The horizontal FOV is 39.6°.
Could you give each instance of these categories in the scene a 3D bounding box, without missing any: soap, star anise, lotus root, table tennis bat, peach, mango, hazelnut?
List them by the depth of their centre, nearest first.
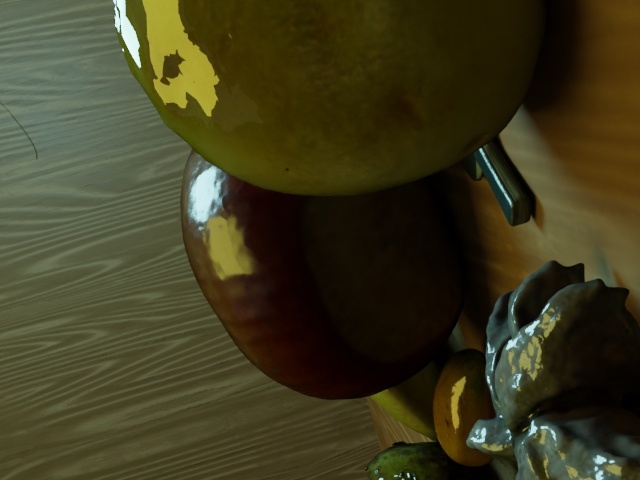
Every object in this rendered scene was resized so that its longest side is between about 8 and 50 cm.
[{"bbox_3d":[0.188,0.168,0.668,0.359,0.139,0.315,-101,-6,-50],"label":"star anise"},{"bbox_3d":[0.008,-0.184,0.711,0.281,0.316,0.314,-75,-35,-67],"label":"peach"},{"bbox_3d":[0.154,-0.117,0.905,0.154,0.021,0.274,79,176,-46],"label":"table tennis bat"},{"bbox_3d":[0.000,0.000,1.143,0.359,0.359,0.409,-119,8,-70],"label":"hazelnut"},{"bbox_3d":[0.190,0.213,1.146,0.115,0.089,0.165,-129,26,-75],"label":"mango"},{"bbox_3d":[0.161,0.402,1.356,0.397,0.179,0.195,39,-137,-71],"label":"lotus root"},{"bbox_3d":[0.096,0.167,1.463,0.306,0.115,0.427,50,-172,-19],"label":"soap"}]
